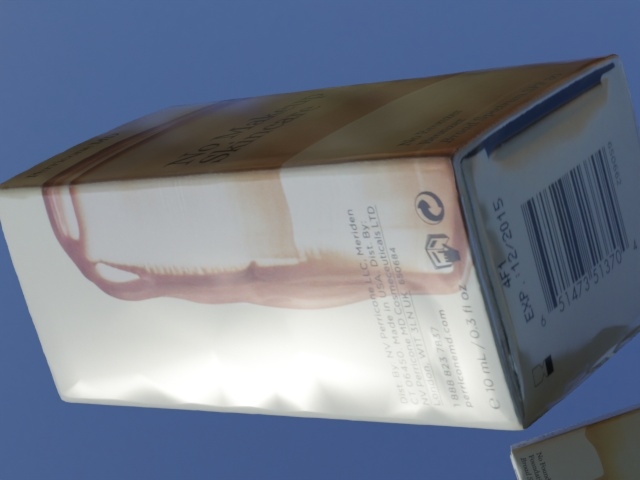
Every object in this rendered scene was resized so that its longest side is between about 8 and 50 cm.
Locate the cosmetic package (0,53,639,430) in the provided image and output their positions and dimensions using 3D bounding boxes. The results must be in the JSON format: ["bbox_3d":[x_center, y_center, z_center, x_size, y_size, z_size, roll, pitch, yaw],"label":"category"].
[{"bbox_3d":[0.000,0.000,0.774,0.296,0.129,0.153,-3,-160,40],"label":"cosmetic package"}]

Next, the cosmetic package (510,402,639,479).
[{"bbox_3d":[0.141,0.095,0.649,0.115,0.041,0.060,-20,-96,5],"label":"cosmetic package"}]
